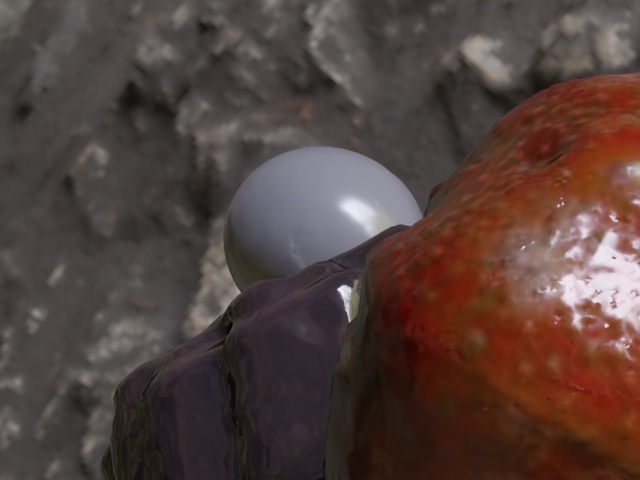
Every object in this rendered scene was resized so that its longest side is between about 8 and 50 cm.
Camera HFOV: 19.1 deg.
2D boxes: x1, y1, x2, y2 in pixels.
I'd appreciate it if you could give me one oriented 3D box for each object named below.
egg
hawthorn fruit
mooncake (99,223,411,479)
[{"bbox_3d":[0.000,0.000,1.462,0.146,0.146,0.198,-55,29,-4],"label":"egg"},{"bbox_3d":[0.161,0.073,0.761,0.300,0.254,0.254,22,71,21],"label":"hawthorn fruit"},{"bbox_3d":[-0.002,0.102,1.176,0.283,0.283,0.141,-36,71,32],"label":"mooncake"}]
